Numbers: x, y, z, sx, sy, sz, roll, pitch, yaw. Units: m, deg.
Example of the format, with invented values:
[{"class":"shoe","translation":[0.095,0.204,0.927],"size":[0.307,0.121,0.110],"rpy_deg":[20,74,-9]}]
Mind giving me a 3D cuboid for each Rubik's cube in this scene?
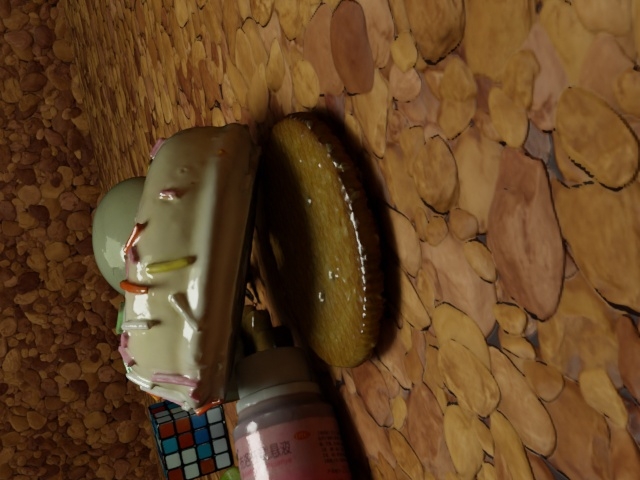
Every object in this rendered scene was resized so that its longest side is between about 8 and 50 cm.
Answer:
[{"class":"Rubik's cube","translation":[-0.309,0.460,1.776],"size":[0.151,0.155,0.154],"rpy_deg":[-162,62,-68]}]

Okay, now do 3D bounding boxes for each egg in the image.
[{"class":"egg","translation":[-0.339,-0.002,1.482],"size":[0.269,0.219,0.219],"rpy_deg":[60,154,26]}]

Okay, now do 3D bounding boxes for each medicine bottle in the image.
[{"class":"medicine bottle","translation":[-0.040,0.270,0.978],"size":[0.147,0.147,0.247],"rpy_deg":[116,142,-59]}]

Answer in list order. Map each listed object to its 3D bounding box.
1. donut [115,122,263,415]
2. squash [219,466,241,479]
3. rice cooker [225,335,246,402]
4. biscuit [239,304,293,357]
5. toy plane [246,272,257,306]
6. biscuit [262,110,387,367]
[{"class":"donut","translation":[-0.164,0.030,0.977],"size":[0.382,0.142,0.383],"rpy_deg":[-172,90,-88]},{"class":"squash","translation":[-0.154,0.504,1.504],"size":[0.188,0.095,0.095],"rpy_deg":[-166,64,-72]},{"class":"rice cooker","translation":[-0.191,0.199,1.216],"size":[0.206,0.145,0.127],"rpy_deg":[-150,66,-69]},{"class":"biscuit","translation":[-0.101,0.220,1.248],"size":[0.301,0.043,0.278],"rpy_deg":[-135,38,-54]},{"class":"toy plane","translation":[-0.152,0.054,1.260],"size":[0.135,0.062,0.188],"rpy_deg":[51,179,-6]},{"class":"biscuit","translation":[0.000,0.000,0.862],"size":[0.305,0.038,0.306],"rpy_deg":[167,90,-70]}]
